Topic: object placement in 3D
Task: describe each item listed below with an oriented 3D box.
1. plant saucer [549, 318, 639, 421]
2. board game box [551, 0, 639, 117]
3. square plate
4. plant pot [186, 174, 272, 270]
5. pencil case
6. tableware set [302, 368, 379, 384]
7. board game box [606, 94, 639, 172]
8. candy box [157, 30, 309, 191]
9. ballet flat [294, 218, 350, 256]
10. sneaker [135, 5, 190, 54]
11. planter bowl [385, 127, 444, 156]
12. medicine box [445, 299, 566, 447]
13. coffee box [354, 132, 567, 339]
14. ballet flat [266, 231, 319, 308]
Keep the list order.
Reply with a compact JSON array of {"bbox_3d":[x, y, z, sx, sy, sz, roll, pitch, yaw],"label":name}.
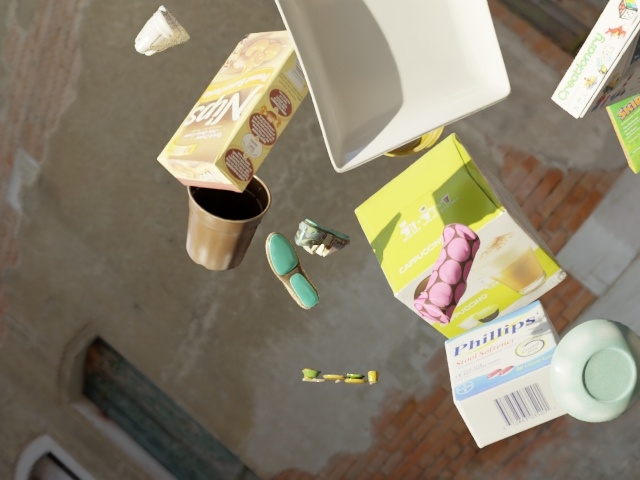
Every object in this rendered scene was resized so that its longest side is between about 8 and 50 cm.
[{"bbox_3d":[0.517,0.242,1.653,0.195,0.195,0.037,-50,11,-1],"label":"plant saucer"},{"bbox_3d":[0.448,-0.280,1.211,0.305,0.053,0.193,-23,-32,-43],"label":"board game box"},{"bbox_3d":[0.116,-0.332,1.461,0.344,0.347,0.049,-25,21,-13],"label":"square plate"},{"bbox_3d":[-0.195,-0.037,1.821,0.167,0.167,0.165,-42,-22,-45],"label":"plant pot"},{"bbox_3d":[0.263,0.071,1.902,0.098,0.095,0.209,3,59,45],"label":"pencil case"},{"bbox_3d":[0.039,0.268,1.809,0.104,0.154,0.024,106,168,-75],"label":"tableware set"},{"bbox_3d":[0.691,-0.262,1.941,0.124,0.039,0.259,-32,-44,9],"label":"board game box"},{"bbox_3d":[-0.140,-0.241,1.661,0.183,0.087,0.316,9,61,48],"label":"candy box"},{"bbox_3d":[0.000,0.000,1.891,0.070,0.070,0.188,-52,-29,10],"label":"ballet flat"},{"bbox_3d":[-0.313,-0.394,1.743,0.094,0.080,0.212,-40,9,8],"label":"sneaker"},{"bbox_3d":[0.185,-0.276,2.141,0.217,0.217,0.090,-48,-15,-15],"label":"planter bowl"},{"bbox_3d":[0.452,0.310,2.149,0.264,0.149,0.289,-26,20,13],"label":"medicine box"},{"bbox_3d":[0.351,0.004,2.316,0.338,0.338,0.334,-39,-49,15],"label":"coffee box"},{"bbox_3d":[-0.075,0.071,2.122,0.073,0.206,0.067,-31,15,-15],"label":"ballet flat"}]
